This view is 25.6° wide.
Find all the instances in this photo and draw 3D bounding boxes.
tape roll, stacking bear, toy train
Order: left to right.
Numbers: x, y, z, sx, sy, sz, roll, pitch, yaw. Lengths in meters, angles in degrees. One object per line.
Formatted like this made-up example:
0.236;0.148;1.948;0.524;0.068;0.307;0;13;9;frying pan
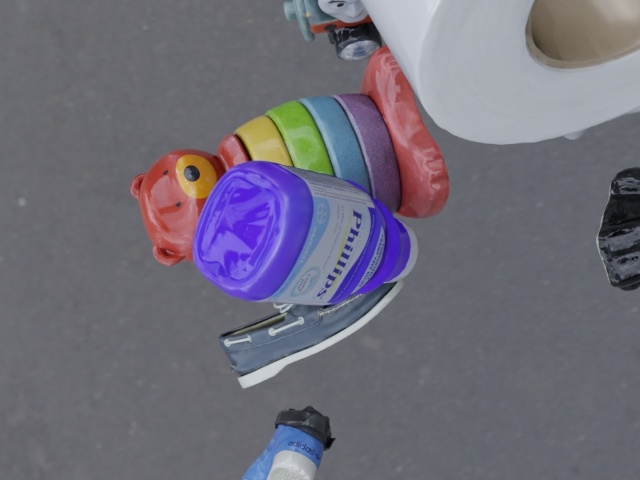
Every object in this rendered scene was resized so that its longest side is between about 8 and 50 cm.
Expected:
-0.042;-0.061;1.415;0.164;0.289;0.175;104;147;-67;stacking bear
0.007;-0.365;1.518;0.142;0.190;0.334;-11;71;3;toy train
0.161;-0.182;0.797;0.286;0.286;0.100;-47;57;33;tape roll

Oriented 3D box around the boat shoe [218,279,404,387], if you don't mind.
-0.015;0.089;1.652;0.254;0.095;0.079;-31;93;35;boat shoe

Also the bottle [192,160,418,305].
0.000;0.000;1.268;0.092;0.283;0.118;30;100;28;bottle

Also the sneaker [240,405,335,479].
-0.033;0.212;1.370;0.058;0.085;0.152;29;146;-5;sneaker

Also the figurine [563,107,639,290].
0.288;-0.082;1.013;0.209;0.092;0.215;-13;111;32;figurine
